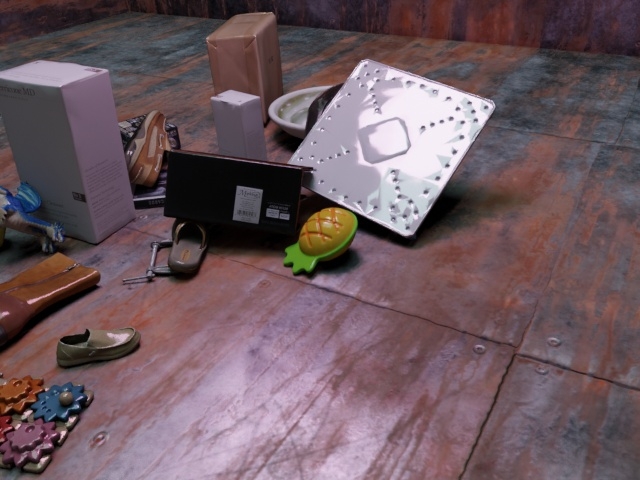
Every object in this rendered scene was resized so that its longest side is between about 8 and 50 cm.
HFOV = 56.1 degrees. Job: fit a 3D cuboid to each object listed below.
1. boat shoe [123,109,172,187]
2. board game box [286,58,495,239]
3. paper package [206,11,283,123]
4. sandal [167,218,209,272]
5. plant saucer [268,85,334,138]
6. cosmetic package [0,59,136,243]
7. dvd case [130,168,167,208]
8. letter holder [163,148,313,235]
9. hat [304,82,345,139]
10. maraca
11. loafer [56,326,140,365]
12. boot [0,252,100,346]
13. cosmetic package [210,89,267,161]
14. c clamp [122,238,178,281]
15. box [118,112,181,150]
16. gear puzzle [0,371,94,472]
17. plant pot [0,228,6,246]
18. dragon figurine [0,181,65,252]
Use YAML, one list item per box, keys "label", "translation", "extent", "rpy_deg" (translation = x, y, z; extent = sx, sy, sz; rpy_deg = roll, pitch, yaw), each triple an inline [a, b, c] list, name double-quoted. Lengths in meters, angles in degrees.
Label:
- label: "boat shoe"
  translation: [-0.475, -0.246, 1.667]
  extent: [0.120, 0.122, 0.324]
  rpy_deg: [33, 32, -22]
- label: "board game box"
  translation: [0.162, -0.233, 1.470]
  extent: [0.390, 0.050, 0.390]
  rpy_deg: [28, 78, 29]
- label: "paper package"
  translation: [-0.245, -0.590, 2.062]
  extent: [0.168, 0.309, 0.325]
  rpy_deg: [0, 31, 9]
- label: "sandal"
  translation: [-0.296, -0.008, 1.341]
  extent: [0.090, 0.060, 0.219]
  rpy_deg: [9, 30, -6]
- label: "plant saucer"
  translation: [0.037, -0.385, 1.908]
  extent: [0.400, 0.100, 0.400]
  rpy_deg: [-2, 31, 1]
- label: "cosmetic package"
  translation: [-0.587, -0.207, 1.401]
  extent: [0.217, 0.385, 0.156]
  rpy_deg: [11, 34, 22]
- label: "dvd case"
  translation: [-0.407, -0.147, 1.628]
  extent: [0.238, 0.029, 0.179]
  rpy_deg: [-7, 32, -5]
- label: "letter holder"
  translation: [-0.182, -0.120, 1.413]
  extent: [0.302, 0.152, 0.214]
  rpy_deg: [8, 10, 5]
- label: "hat"
  translation: [0.105, -0.331, 1.650]
  extent: [0.331, 0.134, 0.331]
  rpy_deg: [0, 68, -1]
- label: "maraca"
  translation: [0.000, 0.000, 1.301]
  extent: [0.185, 0.099, 0.127]
  rpy_deg: [-41, 37, -9]
- label: "loafer"
  translation: [-0.398, 0.183, 1.074]
  extent: [0.148, 0.050, 0.056]
  rpy_deg: [-15, 34, -18]
- label: "boot"
  translation: [-0.637, 0.087, 1.209]
  extent: [0.264, 0.096, 0.280]
  rpy_deg: [14, 35, 26]
- label: "cosmetic package"
  translation: [-0.217, -0.281, 1.636]
  extent: [0.117, 0.231, 0.085]
  rpy_deg: [22, 39, 33]
- label: "c clamp"
  translation: [-0.352, 0.037, 1.332]
  extent: [0.137, 0.022, 0.161]
  rpy_deg: [-2, 31, -1]
- label: "box"
  translation: [-0.548, -0.323, 1.876]
  extent: [0.147, 0.077, 0.180]
  rpy_deg: [-28, 39, -34]
- label: "gear puzzle"
  translation: [-0.550, 0.265, 0.960]
  extent: [0.339, 0.044, 0.175]
  rpy_deg: [4, 33, 11]
- label: "plant pot"
  translation: [-0.784, -0.027, 1.393]
  extent: [0.095, 0.134, 0.134]
  rpy_deg: [12, 25, -25]
- label: "dragon figurine"
  translation: [-0.703, -0.082, 1.371]
  extent: [0.289, 0.085, 0.144]
  rpy_deg: [47, 17, 16]
